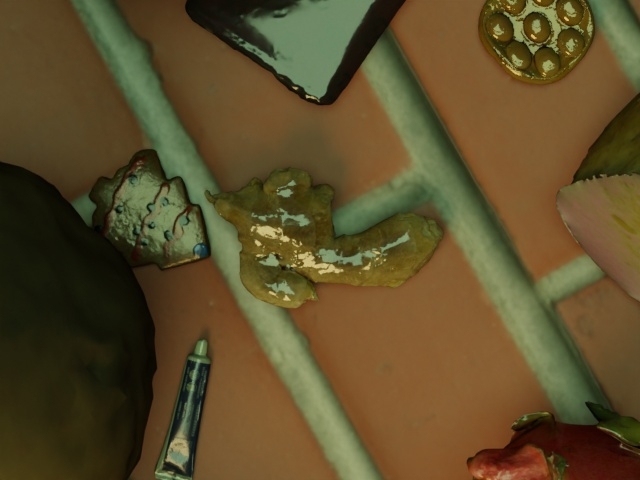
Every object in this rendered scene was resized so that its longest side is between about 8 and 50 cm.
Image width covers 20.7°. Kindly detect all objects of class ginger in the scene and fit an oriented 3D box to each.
[{"bbox_3d":[0.005,-0.009,1.644,0.214,0.059,0.133,-11,93,4],"label":"ginger"}]

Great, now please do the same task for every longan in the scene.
[{"bbox_3d":[-0.353,0.135,1.495,0.436,0.404,0.404,-44,88,-6],"label":"longan"}]

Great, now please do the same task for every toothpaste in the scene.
[{"bbox_3d":[-0.126,0.162,1.666,0.037,0.021,0.140,12,91,2],"label":"toothpaste"}]

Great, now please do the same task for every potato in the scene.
[{"bbox_3d":[0.375,-0.077,1.574,0.266,0.229,0.229,-44,88,-14],"label":"potato"}]

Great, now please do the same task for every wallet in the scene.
[{"bbox_3d":[-0.001,-0.260,1.656,0.182,0.049,0.229,34,92,4],"label":"wallet"}]

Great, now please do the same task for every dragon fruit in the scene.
[{"bbox_3d":[0.225,0.252,1.550,0.224,0.227,0.224,-18,54,26],"label":"dragon fruit"}]

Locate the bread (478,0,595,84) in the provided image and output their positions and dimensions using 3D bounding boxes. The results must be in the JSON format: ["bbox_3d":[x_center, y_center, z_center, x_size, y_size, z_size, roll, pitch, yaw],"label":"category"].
[{"bbox_3d":[0.204,-0.201,1.656,0.110,0.024,0.110,0,89,1],"label":"bread"}]

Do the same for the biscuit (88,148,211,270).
[{"bbox_3d":[-0.160,-0.020,1.671,0.130,0.019,0.119,28,90,2],"label":"biscuit"}]
